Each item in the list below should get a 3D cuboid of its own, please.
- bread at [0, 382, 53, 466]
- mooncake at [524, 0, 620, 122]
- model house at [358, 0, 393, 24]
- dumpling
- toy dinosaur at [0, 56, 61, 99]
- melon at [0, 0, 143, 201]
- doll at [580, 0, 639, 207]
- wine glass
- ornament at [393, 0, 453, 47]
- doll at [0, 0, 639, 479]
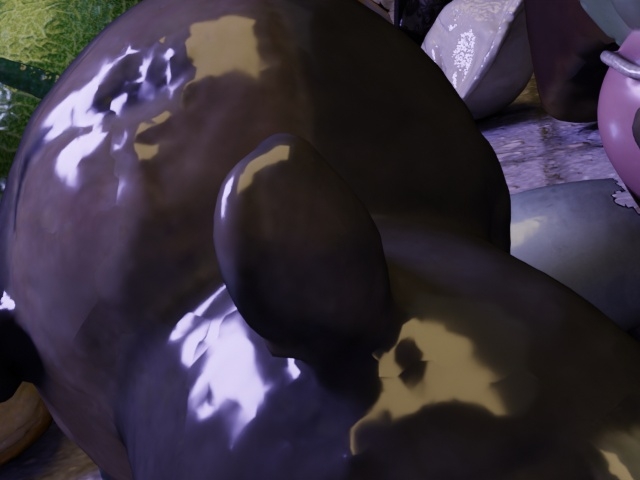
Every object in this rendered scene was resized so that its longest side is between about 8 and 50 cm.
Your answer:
[{"bbox_3d":[-0.262,0.093,0.743,0.236,0.106,0.140,-14,15,-2],"label":"bread"},{"bbox_3d":[0.336,-0.187,0.988,0.246,0.393,0.394,-18,57,-10],"label":"mooncake"},{"bbox_3d":[-0.034,-0.153,1.265,0.136,0.207,0.219,-22,45,44],"label":"model house"},{"bbox_3d":[0.147,-0.169,1.274,0.111,0.181,0.155,24,68,19],"label":"dumpling"},{"bbox_3d":[-0.162,-0.111,1.085,0.447,0.087,0.301,17,-7,42],"label":"toy dinosaur"},{"bbox_3d":[-0.296,-0.169,1.356,0.196,0.124,0.323,5,53,-3],"label":"melon"},{"bbox_3d":[0.259,-0.080,0.685,0.216,0.284,0.268,-48,48,-4],"label":"doll"},{"bbox_3d":[0.000,0.000,0.752,0.309,0.096,0.264,-17,37,-10],"label":"wine glass"},{"bbox_3d":[0.219,-0.328,1.738,0.196,0.166,0.153,15,31,31],"label":"ornament"},{"bbox_3d":[0.052,0.030,0.512,0.379,0.252,0.382,4,39,-26],"label":"doll"}]
